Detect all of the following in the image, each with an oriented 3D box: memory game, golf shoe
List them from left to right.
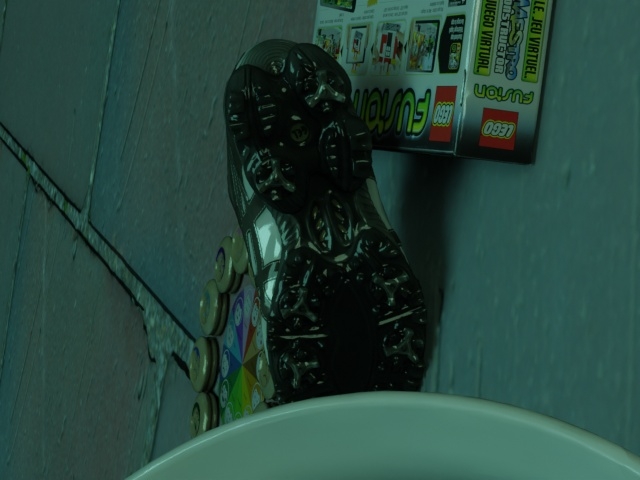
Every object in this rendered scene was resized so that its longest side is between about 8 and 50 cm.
[{"bbox_3d":[-0.051,0.076,1.075,0.186,0.012,0.186,-173,90,-71],"label":"memory game"},{"bbox_3d":[0.000,0.000,0.825,0.094,0.077,0.198,-124,24,-71],"label":"golf shoe"}]

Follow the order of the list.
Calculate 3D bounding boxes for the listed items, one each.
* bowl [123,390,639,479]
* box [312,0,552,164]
[{"bbox_3d":[0.035,0.199,0.513,0.134,0.298,0.297,30,-124,-61],"label":"bowl"},{"bbox_3d":[0.044,-0.096,0.816,0.207,0.036,0.114,-164,81,-71],"label":"box"}]
